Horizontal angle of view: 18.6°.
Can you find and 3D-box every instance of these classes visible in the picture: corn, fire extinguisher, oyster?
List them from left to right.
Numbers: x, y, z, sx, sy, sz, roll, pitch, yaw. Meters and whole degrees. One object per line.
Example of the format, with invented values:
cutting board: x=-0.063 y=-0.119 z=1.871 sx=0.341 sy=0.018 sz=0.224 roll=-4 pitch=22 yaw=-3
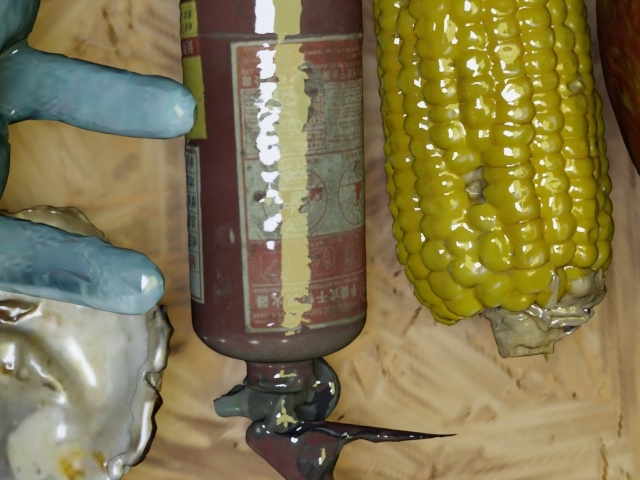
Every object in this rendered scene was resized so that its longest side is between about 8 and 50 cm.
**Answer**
oyster: x=-0.168 y=0.144 z=0.765 sx=0.128 sy=0.078 sz=0.345 roll=26 pitch=88 yaw=-1
fire extinguisher: x=-0.008 y=0.001 z=0.787 sx=0.075 sy=0.106 sz=0.252 roll=-7 pitch=98 yaw=-40
corn: x=0.068 y=-0.076 z=0.815 sx=0.097 sy=0.097 sz=0.262 roll=-12 pitch=100 yaw=-20

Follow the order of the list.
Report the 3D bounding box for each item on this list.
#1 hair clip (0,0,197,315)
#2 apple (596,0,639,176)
hair clip: x=-0.167 y=-0.138 z=0.627 sx=0.238 sy=0.392 sz=0.318 roll=10 pitch=90 yaw=-47
apple: x=0.302 y=-0.109 z=0.784 sx=0.374 sy=0.374 sz=0.384 roll=-37 pitch=139 yaw=-14
